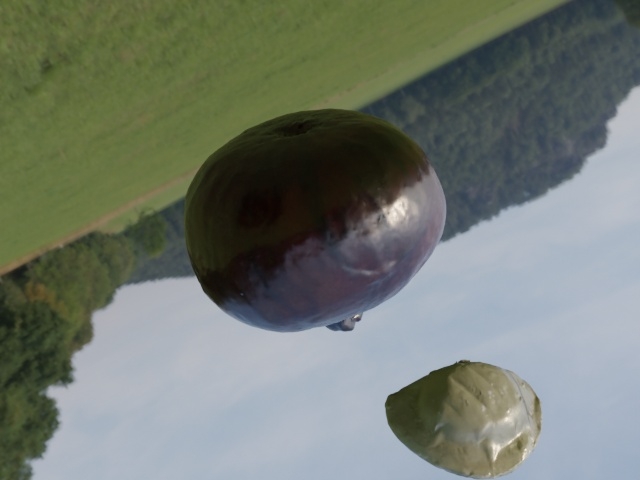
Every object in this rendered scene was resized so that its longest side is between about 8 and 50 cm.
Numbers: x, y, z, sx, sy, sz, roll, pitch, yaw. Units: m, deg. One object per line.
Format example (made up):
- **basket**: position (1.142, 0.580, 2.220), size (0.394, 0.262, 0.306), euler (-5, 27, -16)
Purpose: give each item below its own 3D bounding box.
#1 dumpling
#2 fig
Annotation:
- **dumpling**: position (0.077, 0.091, 0.406), size (0.077, 0.059, 0.043), euler (14, 137, -29)
- **fig**: position (-0.004, -0.014, 0.739), size (0.235, 0.214, 0.235), euler (0, -177, 0)
